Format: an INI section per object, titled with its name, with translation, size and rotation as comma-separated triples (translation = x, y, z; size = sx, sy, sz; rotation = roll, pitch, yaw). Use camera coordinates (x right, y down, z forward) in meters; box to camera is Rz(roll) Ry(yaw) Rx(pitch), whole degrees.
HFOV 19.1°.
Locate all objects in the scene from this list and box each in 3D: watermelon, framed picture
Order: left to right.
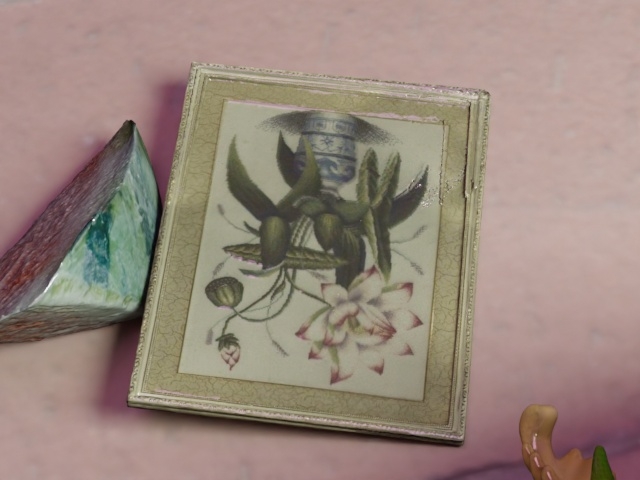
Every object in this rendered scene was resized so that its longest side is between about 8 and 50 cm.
[watermelon]
translation = -0.126, 0.003, 1.000
size = 0.094, 0.081, 0.180
rotation = 2, 35, 30
[framed picture]
translation = 0.000, 0.000, 1.001
size = 0.173, 0.010, 0.231
rotation = 5, 53, 1

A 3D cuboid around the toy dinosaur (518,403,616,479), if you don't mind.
[toy dinosaur]
translation = 0.086, 0.186, 0.813
size = 0.177, 0.152, 0.194
rotation = -13, 27, 50
